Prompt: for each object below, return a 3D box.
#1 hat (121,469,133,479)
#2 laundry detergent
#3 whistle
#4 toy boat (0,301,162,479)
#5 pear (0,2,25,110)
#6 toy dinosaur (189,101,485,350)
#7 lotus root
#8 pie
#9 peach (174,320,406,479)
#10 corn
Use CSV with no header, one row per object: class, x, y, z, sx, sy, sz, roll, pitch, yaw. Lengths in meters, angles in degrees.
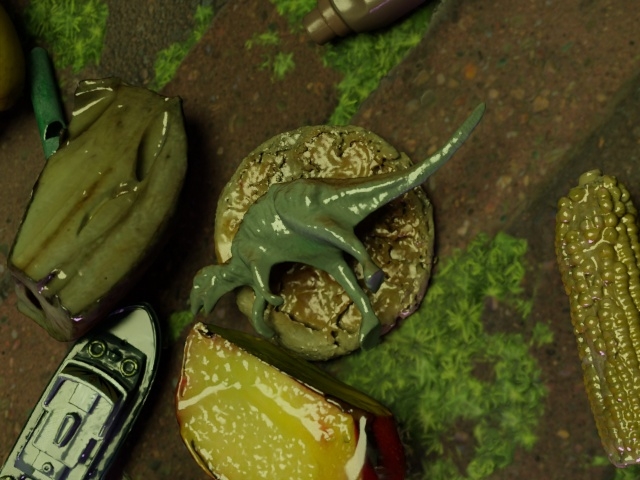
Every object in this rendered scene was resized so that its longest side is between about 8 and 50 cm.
hat,-0.144,0.366,1.284,0.110,0.252,0.252,-5,71,-16
laundry detergent,0.070,-0.335,1.359,0.237,0.076,0.171,-33,64,21
whistle,-0.357,-0.169,1.573,0.039,0.039,0.186,-27,66,21
toy boat,-0.274,0.202,1.393,0.114,0.122,0.296,29,91,6
pear,-0.548,-0.276,1.567,0.336,0.285,0.285,31,94,31
toy dinosaur,0.019,-0.007,1.245,0.393,0.092,0.205,-49,60,19
lotus root,-0.258,-0.029,1.427,0.210,0.142,0.314,21,67,17
pie,0.000,0.000,1.330,0.274,0.055,0.274,-4,81,24
peach,-0.022,0.204,1.238,0.267,0.154,0.158,23,97,23
corn,0.279,0.072,1.143,0.086,0.086,0.288,-14,72,25
